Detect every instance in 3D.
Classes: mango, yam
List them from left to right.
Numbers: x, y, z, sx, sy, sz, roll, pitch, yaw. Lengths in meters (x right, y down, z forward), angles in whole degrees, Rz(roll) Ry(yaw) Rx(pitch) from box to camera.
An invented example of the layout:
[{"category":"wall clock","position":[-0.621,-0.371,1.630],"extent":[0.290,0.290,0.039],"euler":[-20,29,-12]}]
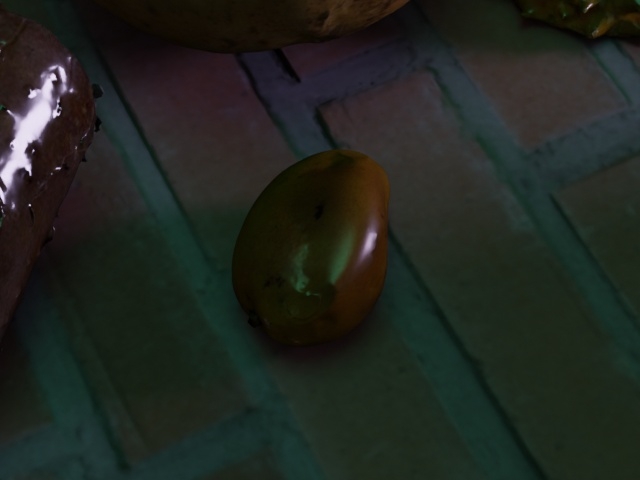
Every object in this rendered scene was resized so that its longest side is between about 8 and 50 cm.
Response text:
[{"category":"yam","position":[-0.201,0.021,0.786],"extent":[0.131,0.131,0.280],"euler":[14,62,11]},{"category":"mango","position":[0.000,0.000,0.832],"extent":[0.080,0.060,0.114],"euler":[9,58,27]}]

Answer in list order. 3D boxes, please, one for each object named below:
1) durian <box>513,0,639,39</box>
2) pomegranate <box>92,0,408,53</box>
[{"category":"durian","position":[0.192,-0.180,0.933],"extent":[0.224,0.078,0.140],"euler":[6,57,7]},{"category":"pomegranate","position":[-0.041,-0.222,0.878],"extent":[0.260,0.260,0.260],"euler":[-1,56,2]}]
